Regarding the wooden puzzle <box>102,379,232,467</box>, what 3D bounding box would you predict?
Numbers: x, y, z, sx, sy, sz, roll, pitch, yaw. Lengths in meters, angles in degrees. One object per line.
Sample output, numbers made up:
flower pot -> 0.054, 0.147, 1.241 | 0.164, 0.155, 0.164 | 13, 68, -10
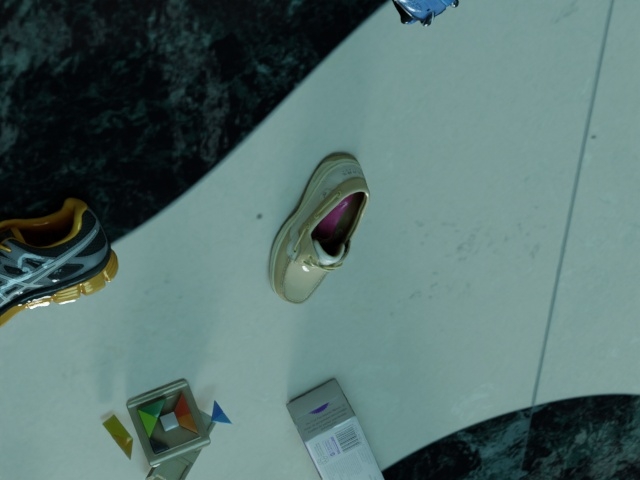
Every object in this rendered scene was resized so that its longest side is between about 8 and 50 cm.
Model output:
wooden puzzle -> -0.155, 0.186, 1.692 | 0.116, 0.078, 0.014 | -28, 176, -12

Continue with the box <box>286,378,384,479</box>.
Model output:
box -> 0.043, 0.284, 1.873 | 0.067, 0.063, 0.324 | -27, 134, -3

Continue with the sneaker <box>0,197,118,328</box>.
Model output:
sneaker -> -0.288, 0.026, 1.478 | 0.215, 0.084, 0.083 | -24, 132, -20

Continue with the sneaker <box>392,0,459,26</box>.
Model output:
sneaker -> 0.114, -0.268, 1.427 | 0.330, 0.129, 0.147 | -1, 141, -23

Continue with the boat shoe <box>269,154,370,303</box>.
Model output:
boat shoe -> 0.000, 0.000, 1.615 | 0.063, 0.059, 0.170 | 4, 125, -30

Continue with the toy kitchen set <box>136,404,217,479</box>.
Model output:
toy kitchen set -> -0.160, 0.210, 1.734 | 0.068, 0.075, 0.083 | 30, 74, -4
